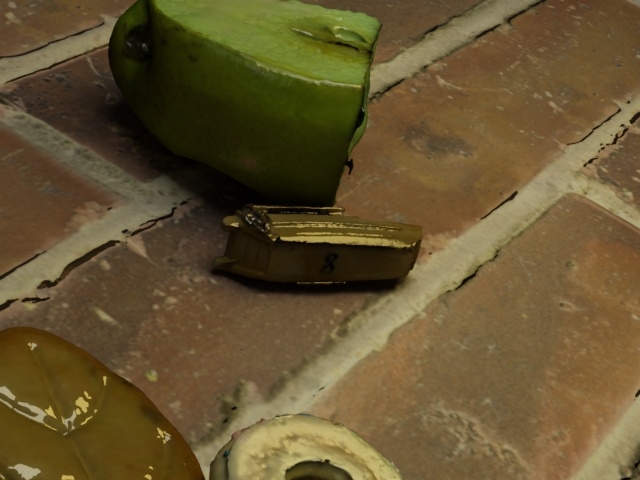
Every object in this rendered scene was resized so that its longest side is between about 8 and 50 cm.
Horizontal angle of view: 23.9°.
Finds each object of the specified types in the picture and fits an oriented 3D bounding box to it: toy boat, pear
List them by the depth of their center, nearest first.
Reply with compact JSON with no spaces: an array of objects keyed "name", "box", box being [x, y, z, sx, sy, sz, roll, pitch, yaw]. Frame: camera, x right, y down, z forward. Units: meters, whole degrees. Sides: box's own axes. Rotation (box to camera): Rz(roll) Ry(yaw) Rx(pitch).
[{"name":"toy boat","box":[0.000,0.000,1.470,0.226,0.068,0.088,0,30,-29]},{"name":"pear","box":[-0.086,-0.154,1.549,0.282,0.176,0.286,17,24,-1]}]

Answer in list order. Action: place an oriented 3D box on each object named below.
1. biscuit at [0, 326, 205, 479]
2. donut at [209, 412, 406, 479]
[{"name":"biscuit","box":[-0.193,0.155,1.154,0.203,0.041,0.260,-3,41,-32]},{"name":"donut","box":[-0.023,0.191,1.175,0.166,0.065,0.108,-8,42,-36]}]
